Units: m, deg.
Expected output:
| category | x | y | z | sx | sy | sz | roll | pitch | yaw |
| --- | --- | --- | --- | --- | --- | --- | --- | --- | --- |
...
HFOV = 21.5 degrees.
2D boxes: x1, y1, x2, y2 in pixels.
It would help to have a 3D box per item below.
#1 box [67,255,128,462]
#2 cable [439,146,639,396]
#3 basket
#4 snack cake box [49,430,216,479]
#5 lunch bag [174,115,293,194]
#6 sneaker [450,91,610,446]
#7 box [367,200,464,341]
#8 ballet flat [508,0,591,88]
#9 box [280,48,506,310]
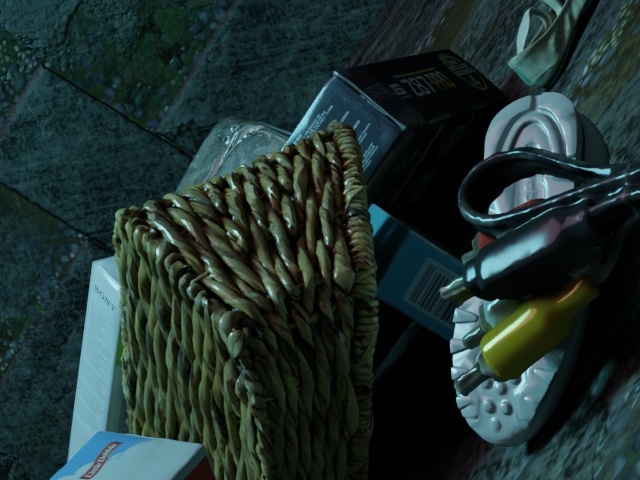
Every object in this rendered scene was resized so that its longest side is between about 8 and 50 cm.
| category | x | y | z | sx | sy | sz | roll | pitch | yaw |
| --- | --- | --- | --- | --- | --- | --- | --- | --- | --- |
| box | -0.104 | 0.132 | 1.461 | 0.232 | 0.058 | 0.322 | -16 | -46 | -36 |
| cable | 0.176 | -0.015 | 0.974 | 0.287 | 0.072 | 0.139 | -26 | 47 | 38 |
| basket | -0.012 | 0.096 | 1.296 | 0.223 | 0.213 | 0.299 | -24 | -44 | -29 |
| snack cake box | -0.108 | 0.269 | 1.028 | 0.089 | 0.264 | 0.152 | 3 | 30 | 33 |
| lunch bag | -0.066 | 0.010 | 2.023 | 0.305 | 0.212 | 0.256 | -59 | 25 | -2 |
| sneaker | 0.151 | 0.025 | 1.103 | 0.090 | 0.095 | 0.235 | 3 | 73 | 34 |
| box | 0.082 | 0.027 | 1.397 | 0.060 | 0.100 | 0.244 | -59 | 8 | 2 |
| ballet flat | 0.225 | -0.218 | 1.604 | 0.168 | 0.052 | 0.057 | -63 | 9 | -31 |
| box | 0.000 | 0.000 | 1.667 | 0.395 | 0.097 | 0.318 | -55 | -11 | 22 |
